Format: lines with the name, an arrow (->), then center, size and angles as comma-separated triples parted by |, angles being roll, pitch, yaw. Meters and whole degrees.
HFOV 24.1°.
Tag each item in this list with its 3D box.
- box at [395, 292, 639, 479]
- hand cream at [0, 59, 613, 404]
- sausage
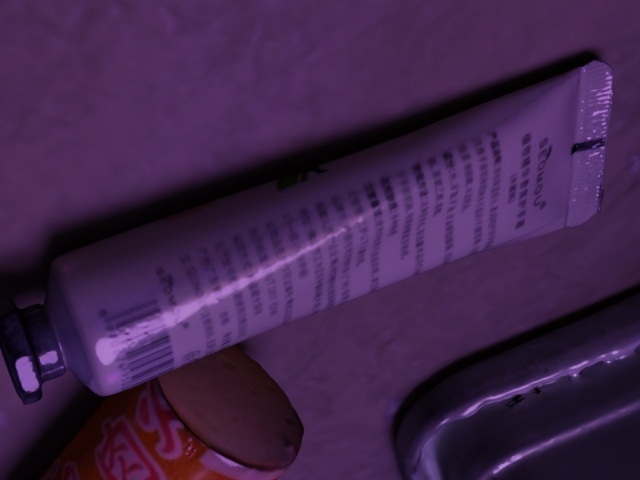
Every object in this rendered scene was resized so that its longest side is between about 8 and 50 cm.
box -> 0.163, 0.191, 0.718 | 0.175, 0.182, 0.312 | -22, 141, -4
hand cream -> 0.000, 0.000, 0.532 | 0.234, 0.050, 0.080 | -19, 137, -15
sausage -> -0.102, 0.135, 0.603 | 0.071, 0.071, 0.234 | 17, 124, -40
